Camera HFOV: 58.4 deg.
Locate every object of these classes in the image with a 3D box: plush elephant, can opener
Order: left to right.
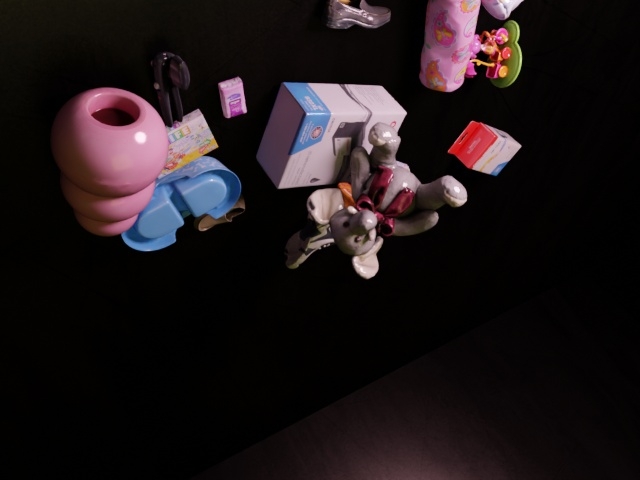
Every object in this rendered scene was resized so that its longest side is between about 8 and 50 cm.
[{"bbox_3d":[-0.300,-0.294,1.134,0.059,0.073,0.186,-27,157,-28],"label":"can opener"},{"bbox_3d":[0.124,-0.071,1.374,0.255,0.272,0.330,-49,-177,-26],"label":"plush elephant"}]

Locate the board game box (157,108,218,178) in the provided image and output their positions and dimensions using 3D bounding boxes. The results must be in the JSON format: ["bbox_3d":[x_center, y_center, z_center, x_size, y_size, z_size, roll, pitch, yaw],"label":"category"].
[{"bbox_3d":[-0.313,-0.210,1.258,0.154,0.026,0.103,-31,147,-7],"label":"board game box"}]

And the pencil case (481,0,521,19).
[{"bbox_3d":[0.493,-0.648,1.338,0.273,0.124,0.113,-41,148,11],"label":"pencil case"}]

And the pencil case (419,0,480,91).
[{"bbox_3d":[0.306,-0.497,1.372,0.124,0.124,0.284,-26,146,-14],"label":"pencil case"}]

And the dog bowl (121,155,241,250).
[{"bbox_3d":[-0.335,-0.092,1.348,0.297,0.074,0.166,-30,147,-7],"label":"dog bowl"}]

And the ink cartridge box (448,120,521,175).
[{"bbox_3d":[0.536,-0.299,1.872,0.231,0.078,0.134,4,131,-44],"label":"ink cartridge box"}]

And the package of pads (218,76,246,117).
[{"bbox_3d":[-0.191,-0.308,1.238,0.050,0.032,0.083,-22,145,-16],"label":"package of pads"}]

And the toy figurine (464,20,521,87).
[{"bbox_3d":[0.430,-0.493,1.512,0.159,0.130,0.173,-6,116,-24],"label":"toy figurine"}]

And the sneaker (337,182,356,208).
[{"bbox_3d":[0.086,-0.117,1.714,0.067,0.064,0.175,-30,146,10],"label":"sneaker"}]

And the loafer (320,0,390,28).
[{"bbox_3d":[0.083,-0.492,1.226,0.170,0.062,0.061,-16,138,-30],"label":"loafer"}]

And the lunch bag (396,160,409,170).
[{"bbox_3d":[0.231,-0.198,1.746,0.071,0.053,0.083,8,103,-47],"label":"lunch bag"}]

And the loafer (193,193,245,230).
[{"bbox_3d":[-0.257,-0.068,1.470,0.148,0.050,0.056,-34,148,-2],"label":"loafer"}]

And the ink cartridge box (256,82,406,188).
[{"bbox_3d":[0.027,-0.258,1.410,0.307,0.129,0.223,-9,140,-35],"label":"ink cartridge box"}]

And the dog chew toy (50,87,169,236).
[{"bbox_3d":[-0.413,-0.132,1.122,0.207,0.206,0.332,-13,150,-31],"label":"dog chew toy"}]

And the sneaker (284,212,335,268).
[{"bbox_3d":[0.000,0.000,1.752,0.153,0.094,0.235,14,114,-40],"label":"sneaker"}]
